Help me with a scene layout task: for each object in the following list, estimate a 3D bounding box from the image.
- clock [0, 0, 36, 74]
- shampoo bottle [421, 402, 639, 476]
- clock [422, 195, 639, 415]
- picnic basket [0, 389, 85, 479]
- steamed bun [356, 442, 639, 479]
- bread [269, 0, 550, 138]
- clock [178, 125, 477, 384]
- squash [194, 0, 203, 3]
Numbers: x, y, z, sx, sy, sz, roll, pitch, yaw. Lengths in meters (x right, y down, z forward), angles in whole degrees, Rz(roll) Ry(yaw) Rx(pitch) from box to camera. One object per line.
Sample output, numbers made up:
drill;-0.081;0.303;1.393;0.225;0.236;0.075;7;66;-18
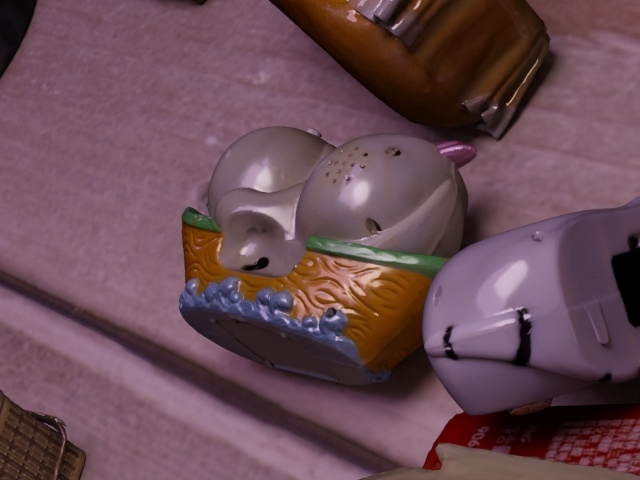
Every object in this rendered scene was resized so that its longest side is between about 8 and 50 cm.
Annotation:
clock;-0.362;-0.172;1.499;0.281;0.055;0.280;-25;43;26
shampoo bottle;0.178;0.120;0.709;0.314;0.076;0.118;-7;48;40
clock;0.102;0.035;0.799;0.117;0.176;0.080;-21;85;39
picnic basket;-0.236;0.166;1.066;0.164;0.079;0.115;-15;49;36
steamed bun;0.013;0.226;0.613;0.272;0.273;0.290;-20;66;44
bread;0.031;-0.161;1.045;0.107;0.136;0.241;-46;39;4
clock;0.000;0.000;0.964;0.231;0.103;0.144;9;63;45
squash;-0.146;-0.262;1.352;0.066;0.066;0.252;-38;45;13
